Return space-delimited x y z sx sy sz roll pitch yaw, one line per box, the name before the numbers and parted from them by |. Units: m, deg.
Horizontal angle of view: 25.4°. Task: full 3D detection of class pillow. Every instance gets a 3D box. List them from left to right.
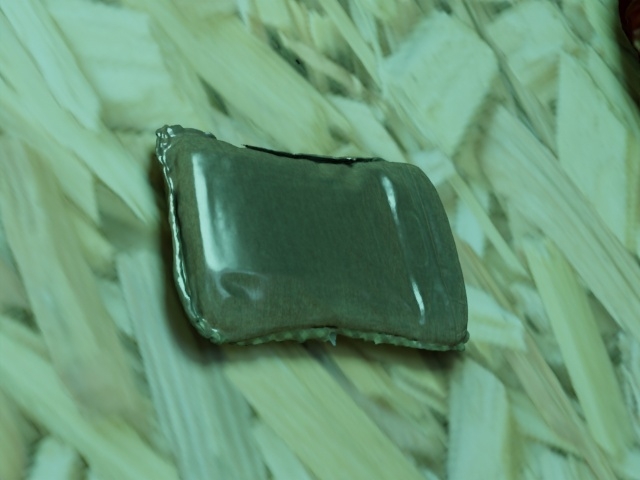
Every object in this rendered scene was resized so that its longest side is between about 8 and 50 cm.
pillow | 0.001 0.003 0.826 0.211 0.034 0.135 8 57 -36

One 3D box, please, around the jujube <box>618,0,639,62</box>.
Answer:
jujube | 0.346 -0.177 1.086 0.232 0.213 0.213 10 59 -27
